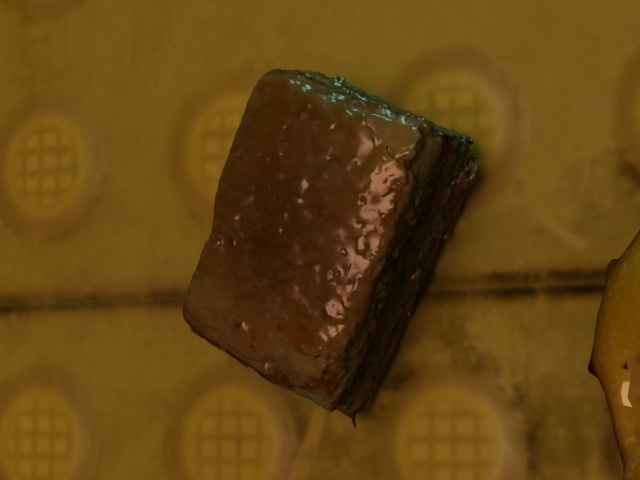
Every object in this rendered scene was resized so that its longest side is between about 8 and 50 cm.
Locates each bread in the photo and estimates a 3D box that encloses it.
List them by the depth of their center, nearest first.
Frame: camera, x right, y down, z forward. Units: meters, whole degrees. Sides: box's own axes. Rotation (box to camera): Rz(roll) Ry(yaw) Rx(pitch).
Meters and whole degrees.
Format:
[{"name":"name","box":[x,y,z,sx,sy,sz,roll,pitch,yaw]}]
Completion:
[{"name":"bread","box":[0.000,0.000,1.060,0.138,0.102,0.196,31,101,32]}]

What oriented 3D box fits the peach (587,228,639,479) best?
[{"name":"peach","box":[0.267,0.026,0.806,0.338,0.281,0.281,-15,77,28]}]
